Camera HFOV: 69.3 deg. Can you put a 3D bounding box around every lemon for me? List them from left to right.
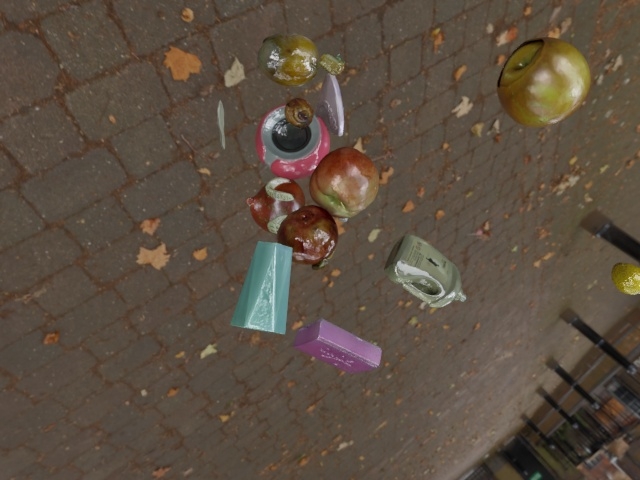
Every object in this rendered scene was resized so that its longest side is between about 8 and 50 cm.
[{"bbox_3d":[0.694,0.087,1.038,0.065,0.092,0.065,-44,180,0],"label":"lemon"}]

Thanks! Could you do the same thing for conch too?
[{"bbox_3d":[-0.060,-0.373,1.357,0.080,0.086,0.233,-33,-172,9],"label":"conch"}]

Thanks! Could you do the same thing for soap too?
[{"bbox_3d":[0.056,0.370,1.599,0.259,0.081,0.181,30,145,-21],"label":"soap"}]

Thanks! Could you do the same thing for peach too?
[{"bbox_3d":[0.090,-0.206,1.544,0.232,0.232,0.257,84,27,-51],"label":"peach"}]

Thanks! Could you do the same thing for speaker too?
[{"bbox_3d":[-0.115,-0.391,1.819,0.294,0.294,0.294,-27,144,-22],"label":"speaker"}]

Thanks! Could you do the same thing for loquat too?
[{"bbox_3d":[-0.113,-0.643,1.652,0.227,0.179,0.179,-4,134,-16],"label":"loquat"}]

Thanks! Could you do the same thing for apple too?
[{"bbox_3d":[0.577,-0.419,1.212,0.237,0.237,0.207,-46,124,6],"label":"apple"}]

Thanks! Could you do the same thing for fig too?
[{"bbox_3d":[-0.036,-0.002,1.434,0.205,0.205,0.205,-27,144,-22],"label":"fig"}]

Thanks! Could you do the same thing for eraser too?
[{"bbox_3d":[0.031,-0.589,1.984,0.059,0.204,0.243,-16,123,-25],"label":"eraser"}]

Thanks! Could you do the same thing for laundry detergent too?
[{"bbox_3d":[0.319,0.104,1.360,0.091,0.253,0.181,-50,-174,50],"label":"laundry detergent"}]

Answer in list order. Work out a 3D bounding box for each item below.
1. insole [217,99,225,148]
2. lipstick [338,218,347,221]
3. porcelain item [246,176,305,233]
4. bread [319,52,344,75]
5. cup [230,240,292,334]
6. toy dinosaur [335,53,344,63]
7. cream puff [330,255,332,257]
[{"bbox_3d":[-0.306,-0.354,1.434,0.010,0.063,0.192,5,152,-4],"label":"insole"},{"bbox_3d":[0.098,-0.157,2.287,0.186,0.057,0.063,61,41,-65],"label":"lipstick"},{"bbox_3d":[-0.196,-0.150,1.911,0.253,0.253,0.253,-27,144,-22],"label":"porcelain item"},{"bbox_3d":[0.032,-0.517,1.362,0.049,0.088,0.033,-49,147,7],"label":"bread"},{"bbox_3d":[-0.142,0.126,1.248,0.148,0.236,0.134,15,168,-10],"label":"cup"},{"bbox_3d":[0.062,-0.619,1.584,0.083,0.062,0.021,-50,143,-26],"label":"toy dinosaur"},{"bbox_3d":[0.000,0.000,1.776,0.121,0.156,0.156,-37,146,-15],"label":"cream puff"}]
